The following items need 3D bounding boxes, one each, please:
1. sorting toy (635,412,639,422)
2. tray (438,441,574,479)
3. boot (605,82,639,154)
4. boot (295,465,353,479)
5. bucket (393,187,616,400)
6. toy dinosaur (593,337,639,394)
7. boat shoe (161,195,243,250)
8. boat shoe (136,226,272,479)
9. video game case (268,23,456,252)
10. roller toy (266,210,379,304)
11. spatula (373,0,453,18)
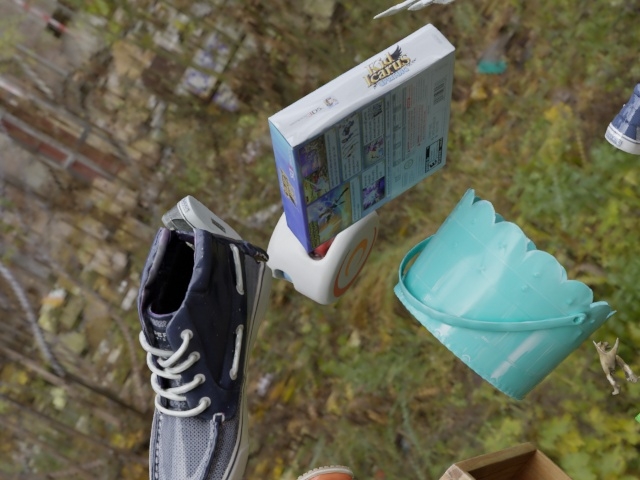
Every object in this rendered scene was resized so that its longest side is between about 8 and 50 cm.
[{"bbox_3d":[0.578,0.334,1.588,0.047,0.347,0.196,-47,45,7],"label":"sorting toy"},{"bbox_3d":[0.237,0.310,1.098,0.076,0.203,0.411,-52,-21,8],"label":"tray"},{"bbox_3d":[0.458,-0.159,1.413,0.069,0.190,0.086,46,124,33],"label":"boot"},{"bbox_3d":[-0.017,0.362,1.450,0.059,0.158,0.084,92,153,-49],"label":"boot"},{"bbox_3d":[0.248,0.077,1.499,0.183,0.281,0.281,-50,17,6],"label":"bucket"},{"bbox_3d":[0.484,0.205,1.785,0.053,0.092,0.183,-35,-8,4],"label":"toy dinosaur"},{"bbox_3d":[-0.194,0.005,1.908,0.070,0.219,0.078,-33,38,15],"label":"boat shoe"},{"bbox_3d":[-0.154,0.145,1.188,0.127,0.158,0.340,-1,72,27],"label":"boat shoe"},{"bbox_3d":[0.058,-0.127,1.404,0.244,0.061,0.269,-33,-25,-14],"label":"video game case"},{"bbox_3d":[0.000,0.000,1.890,0.191,0.146,0.209,-40,-26,-51],"label":"roller toy"},{"bbox_3d":[0.215,-0.443,1.931,0.242,0.168,0.019,176,81,-70],"label":"spatula"}]
